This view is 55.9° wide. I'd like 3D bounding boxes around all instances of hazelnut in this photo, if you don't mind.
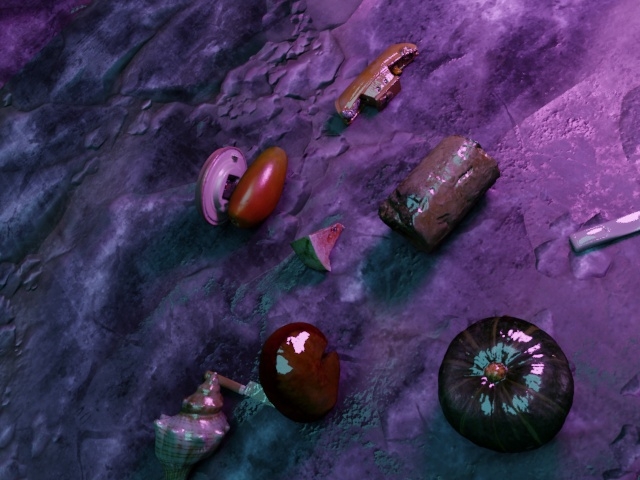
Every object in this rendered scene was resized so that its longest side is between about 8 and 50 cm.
[{"bbox_3d":[-0.060,0.338,1.531,0.217,0.217,0.251,-20,86,12],"label":"hazelnut"}]

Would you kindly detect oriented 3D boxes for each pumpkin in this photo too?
[{"bbox_3d":[0.413,0.319,1.350,0.300,0.207,0.300,-18,55,27],"label":"pumpkin"}]

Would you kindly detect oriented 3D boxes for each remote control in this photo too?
[{"bbox_3d":[0.709,-0.025,1.480,0.184,0.027,0.049,-21,63,11],"label":"remote control"}]

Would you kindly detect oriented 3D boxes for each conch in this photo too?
[{"bbox_3d":[-0.368,0.522,1.588,0.386,0.169,0.203,-55,35,-9],"label":"conch"}]

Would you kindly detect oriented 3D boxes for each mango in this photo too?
[{"bbox_3d":[-0.179,-0.165,1.814,0.129,0.146,0.289,13,73,28],"label":"mango"}]

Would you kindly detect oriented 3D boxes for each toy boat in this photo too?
[{"bbox_3d":[0.181,-0.478,1.845,0.321,0.089,0.121,-44,66,-3],"label":"toy boat"}]

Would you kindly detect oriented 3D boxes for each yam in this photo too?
[{"bbox_3d":[0.305,-0.119,1.581,0.300,0.195,0.195,-47,60,-5],"label":"yam"}]

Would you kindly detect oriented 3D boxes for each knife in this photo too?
[{"bbox_3d":[-0.195,0.406,1.650,0.298,0.017,0.047,15,68,26],"label":"knife"}]

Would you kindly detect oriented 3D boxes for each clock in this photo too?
[{"bbox_3d":[-0.288,-0.162,1.798,0.056,0.244,0.244,19,76,19],"label":"clock"}]

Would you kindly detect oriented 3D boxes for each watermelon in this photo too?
[{"bbox_3d":[-0.017,-0.003,1.710,0.098,0.121,0.158,1,63,45],"label":"watermelon"}]
